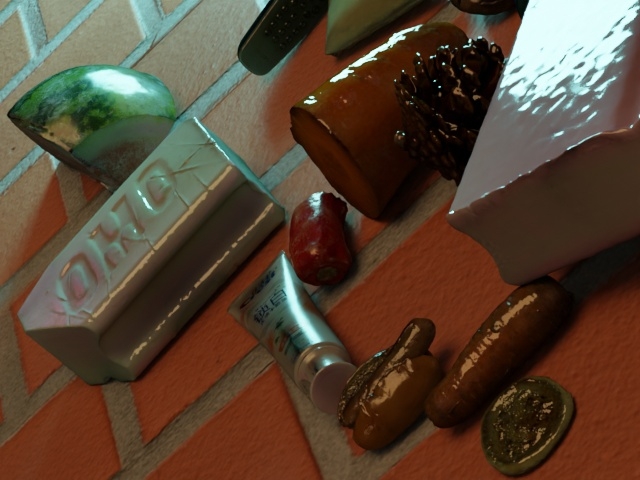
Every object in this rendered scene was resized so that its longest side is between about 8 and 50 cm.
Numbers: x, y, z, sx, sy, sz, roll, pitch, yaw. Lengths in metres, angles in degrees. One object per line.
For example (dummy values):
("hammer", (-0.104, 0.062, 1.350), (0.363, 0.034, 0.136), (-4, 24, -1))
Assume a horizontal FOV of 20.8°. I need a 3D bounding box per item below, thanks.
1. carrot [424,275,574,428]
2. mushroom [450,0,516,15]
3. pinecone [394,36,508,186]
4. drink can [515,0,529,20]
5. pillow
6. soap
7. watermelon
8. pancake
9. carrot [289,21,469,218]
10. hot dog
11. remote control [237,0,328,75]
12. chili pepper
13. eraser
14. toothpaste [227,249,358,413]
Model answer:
("carrot", (0.168, 0.108, 1.679), (0.186, 0.060, 0.060), (-47, 31, 4))
("mushroom", (0.207, -0.317, 2.090), (0.123, 0.052, 0.123), (-26, 46, 29))
("pinecone", (0.159, -0.141, 1.866), (0.173, 0.173, 0.173), (-32, 35, 26))
("drink can", (0.269, -0.323, 1.957), (0.118, 0.118, 0.205), (-32, 35, 27))
("pillow", (0.084, -0.321, 2.248), (0.208, 0.053, 0.119), (-30, 34, 34))
("soap", (-0.220, 0.024, 2.202), (0.347, 0.115, 0.208), (-47, 31, 5))
("watermelon", (-0.344, -0.167, 2.551), (0.224, 0.180, 0.305), (-12, 15, -25))
("pancake", (0.189, 0.170, 1.626), (0.108, 0.017, 0.108), (-28, 37, 24))
("carrot", (0.085, -0.160, 2.006), (0.225, 0.159, 0.159), (-46, 30, -13))
("hot dog", (0.074, 0.144, 1.758), (0.140, 0.060, 0.090), (-41, 37, 8))
("remote control", (-0.033, -0.321, 2.375), (0.222, 0.072, 0.042), (-51, 32, -3))
("chili pepper", (0.000, 0.000, 1.998), (0.073, 0.070, 0.123), (-1, 36, -4))
("eraser", (0.290, -0.151, 1.686), (0.272, 0.122, 0.359), (-30, 26, 41))
("toothpaste", (-0.030, 0.100, 1.940), (0.100, 0.066, 0.323), (-48, 26, 2))
